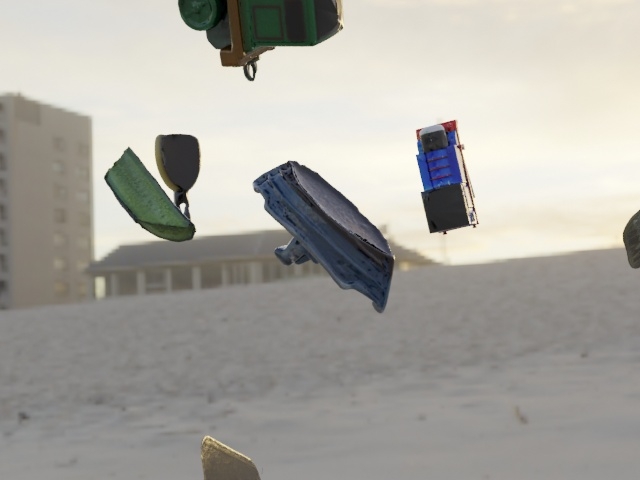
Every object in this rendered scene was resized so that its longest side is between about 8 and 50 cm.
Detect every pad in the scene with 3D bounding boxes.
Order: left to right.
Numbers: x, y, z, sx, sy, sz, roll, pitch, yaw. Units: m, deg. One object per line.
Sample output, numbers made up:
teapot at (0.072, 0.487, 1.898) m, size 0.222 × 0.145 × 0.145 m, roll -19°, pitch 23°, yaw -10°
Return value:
pad at (-0.060, 0.462, 1.612) m, size 0.063 × 0.375 × 0.315 m, roll -15°, pitch -23°, yaw 11°

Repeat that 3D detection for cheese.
cheese at (-0.238, -0.101, 2.023) m, size 0.086 × 0.162 × 0.036 m, roll 0°, pitch -10°, yaw -36°

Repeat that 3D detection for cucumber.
cucumber at (-0.272, -0.058, 1.831) m, size 0.070 × 0.220 × 0.046 m, roll -27°, pitch -38°, yaw -22°

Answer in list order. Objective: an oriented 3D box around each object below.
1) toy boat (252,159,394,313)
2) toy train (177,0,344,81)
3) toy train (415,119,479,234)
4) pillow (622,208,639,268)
toy boat at (0.000, 0.000, 1.914) m, size 0.142 × 0.309 × 0.129 m, roll -54°, pitch -17°, yaw 27°
toy train at (-0.097, -0.462, 1.916) m, size 0.249 × 0.429 × 0.178 m, roll 8°, pitch 27°, yaw 26°
toy train at (0.227, -0.115, 2.162) m, size 0.083 × 0.204 × 0.131 m, roll -14°, pitch -2°, yaw 20°
pillow at (0.541, -0.057, 1.834) m, size 0.033 × 0.217 × 0.130 m, roll 34°, pitch -15°, yaw 38°
